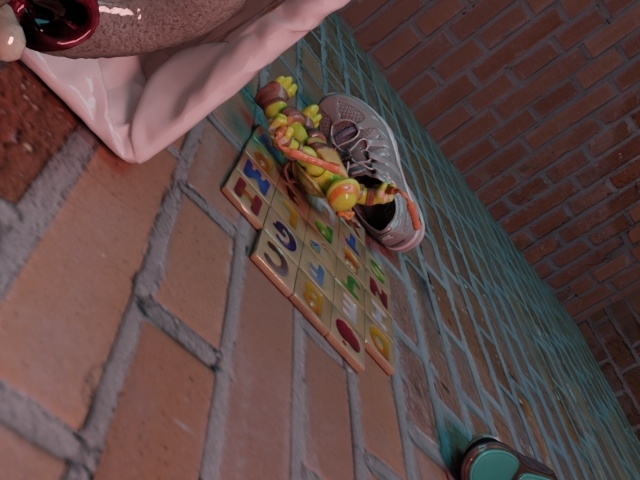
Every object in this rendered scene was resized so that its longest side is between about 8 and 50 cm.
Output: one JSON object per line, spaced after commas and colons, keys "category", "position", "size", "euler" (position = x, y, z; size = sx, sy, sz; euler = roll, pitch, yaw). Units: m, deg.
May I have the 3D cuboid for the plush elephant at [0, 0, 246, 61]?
{"category": "plush elephant", "position": [-0.157, -0.150, 0.297], "size": [0.272, 0.329, 0.256], "euler": [54, 30, -45]}

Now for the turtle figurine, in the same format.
{"category": "turtle figurine", "position": [0.004, -0.097, 0.840], "size": [0.269, 0.087, 0.217], "euler": [22, 28, -43]}

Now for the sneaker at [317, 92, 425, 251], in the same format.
{"category": "sneaker", "position": [0.071, -0.117, 1.040], "size": [0.281, 0.105, 0.115], "euler": [61, 19, 15]}

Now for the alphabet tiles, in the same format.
{"category": "alphabet tiles", "position": [0.000, 0.000, 0.816], "size": [0.285, 0.011, 0.343], "euler": [49, 19, -18]}

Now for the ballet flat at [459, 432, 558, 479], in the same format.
{"category": "ballet flat", "position": [0.209, 0.269, 0.797], "size": [0.203, 0.074, 0.074], "euler": [32, 29, -37]}

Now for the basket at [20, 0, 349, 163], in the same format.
{"category": "basket", "position": [-0.119, -0.303, 0.552], "size": [0.331, 0.328, 0.266], "euler": [49, 17, -16]}
